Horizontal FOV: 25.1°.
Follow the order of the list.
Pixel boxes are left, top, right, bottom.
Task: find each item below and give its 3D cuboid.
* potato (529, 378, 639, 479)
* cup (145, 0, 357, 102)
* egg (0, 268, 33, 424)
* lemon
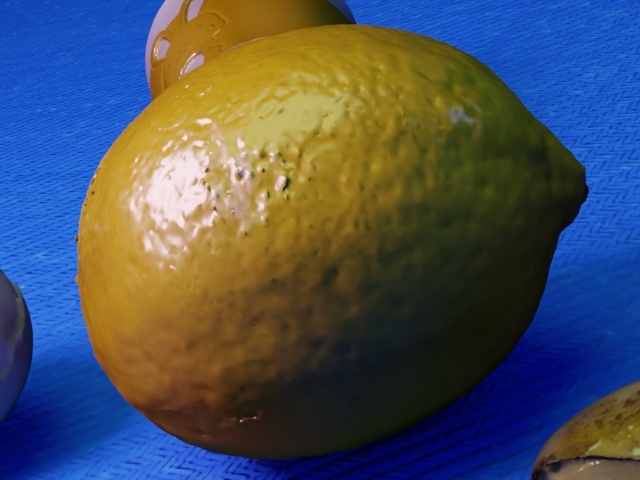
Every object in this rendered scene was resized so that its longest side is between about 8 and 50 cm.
[{"bbox_3d":[0.190,0.083,0.662,0.198,0.054,0.119,-9,27,24],"label":"potato"},{"bbox_3d":[-0.057,-0.087,1.137,0.241,0.185,0.226,-51,24,15],"label":"cup"},{"bbox_3d":[-0.279,0.066,0.914,0.217,0.183,0.183,-6,26,21],"label":"egg"},{"bbox_3d":[-0.004,0.001,0.778,0.263,0.236,0.236,-42,25,-4],"label":"lemon"}]
